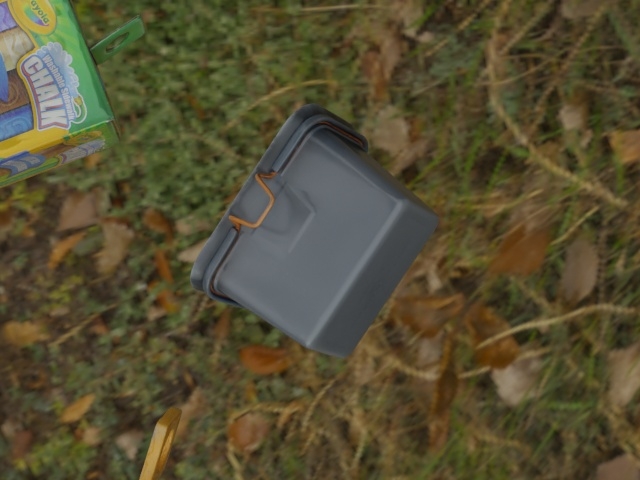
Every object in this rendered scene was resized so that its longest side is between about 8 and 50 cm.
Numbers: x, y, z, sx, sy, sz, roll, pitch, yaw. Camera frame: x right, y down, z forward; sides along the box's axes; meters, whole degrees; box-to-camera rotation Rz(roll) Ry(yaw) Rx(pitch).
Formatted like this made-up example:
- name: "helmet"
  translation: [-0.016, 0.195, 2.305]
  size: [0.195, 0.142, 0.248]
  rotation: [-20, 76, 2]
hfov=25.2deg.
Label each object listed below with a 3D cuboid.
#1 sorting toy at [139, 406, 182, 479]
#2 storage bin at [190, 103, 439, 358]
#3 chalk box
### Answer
- name: "sorting toy"
  translation: [-0.197, 0.304, 1.236]
  size: [0.047, 0.196, 0.348]
  rotation: [19, 86, 4]
- name: "storage bin"
  translation: [0.000, 0.000, 0.858]
  size: [0.091, 0.098, 0.135]
  rotation: [36, 96, 30]
- name: "chalk box"
  translation: [-0.236, -0.124, 1.145]
  size: [0.213, 0.132, 0.132]
  rotation: [-20, 87, -5]
